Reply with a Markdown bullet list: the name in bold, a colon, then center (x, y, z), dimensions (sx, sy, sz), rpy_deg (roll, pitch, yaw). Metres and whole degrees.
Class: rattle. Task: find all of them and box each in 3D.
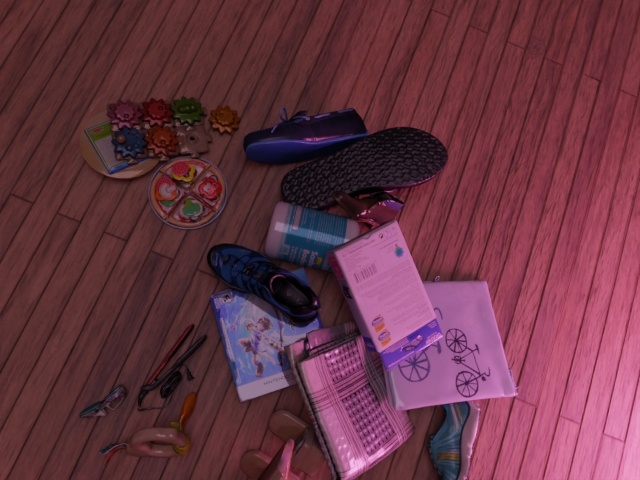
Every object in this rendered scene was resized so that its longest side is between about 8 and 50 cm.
- **rattle**: center (-0.396, 0.427, 1.310), dimensions (0.200, 0.130, 0.142), rpy_deg (-13, 65, 16)

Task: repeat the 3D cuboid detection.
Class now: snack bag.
- **snack bag**: center (0.307, 0.246, 1.440), dimensions (0.343, 0.037, 0.322), rpy_deg (-2, 66, -16)

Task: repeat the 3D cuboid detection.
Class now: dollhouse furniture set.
- **dollhouse furniture set**: center (-0.203, 0.558, 1.164), dimensions (0.257, 0.362, 0.394), rpy_deg (34, 104, 0)

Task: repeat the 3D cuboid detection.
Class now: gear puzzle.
- **gear puzzle**: center (-0.370, -0.298, 1.486), dimensions (0.339, 0.044, 0.175), rpy_deg (-9, 76, -19)

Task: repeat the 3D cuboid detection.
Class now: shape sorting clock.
- **shape sorting clock**: center (-0.510, -0.251, 1.477), dimensions (0.206, 0.040, 0.206), rpy_deg (5, 73, -15)

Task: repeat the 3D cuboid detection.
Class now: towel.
- **towel**: center (0.081, 0.344, 1.311), dimensions (0.312, 0.056, 0.324), rpy_deg (-10, 73, -50)

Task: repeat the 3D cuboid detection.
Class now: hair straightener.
- **hair straightener**: center (-0.344, 0.313, 1.354), dimensions (0.089, 0.047, 0.230), rpy_deg (37, 74, 3)

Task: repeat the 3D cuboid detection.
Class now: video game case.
- **video game case**: center (-0.117, 0.228, 1.401), dimensions (0.244, 0.061, 0.269), rpy_deg (-16, 78, -12)

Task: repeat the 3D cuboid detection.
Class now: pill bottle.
- **pill bottle**: center (0.000, 0.000, 1.429), dimensions (0.264, 0.146, 0.146), rpy_deg (13, 74, -4)

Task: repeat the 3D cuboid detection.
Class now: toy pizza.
- **toy pizza**: center (-0.341, -0.128, 1.474), dimensions (0.201, 0.032, 0.201), rpy_deg (2, 76, -8)

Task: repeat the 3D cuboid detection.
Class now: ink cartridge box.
- **ink cartridge box**: center (0.156, 0.129, 1.360), dimensions (0.186, 0.065, 0.311), rpy_deg (-26, 95, -24)

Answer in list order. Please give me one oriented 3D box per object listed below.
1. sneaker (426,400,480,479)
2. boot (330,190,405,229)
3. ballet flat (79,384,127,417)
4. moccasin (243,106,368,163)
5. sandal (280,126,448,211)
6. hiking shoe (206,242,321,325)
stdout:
- **sneaker**: center (0.309, 0.514, 1.382), dimensions (0.110, 0.107, 0.275), rpy_deg (12, 69, 15)
- **boot**: center (0.121, -0.098, 1.443), dimensions (0.106, 0.219, 0.082), rpy_deg (-48, 47, 12)
- **ballet flat**: center (-0.498, 0.382, 1.322), dimensions (0.114, 0.041, 0.041), rpy_deg (-35, 83, -14)
- **moccasin**: center (-0.046, -0.282, 1.519), dimensions (0.342, 0.138, 0.116), rpy_deg (-9, 73, -24)
- **sandal**: center (0.112, -0.184, 1.527), dimensions (0.446, 0.107, 0.167), rpy_deg (-15, 79, 2)
- **hiking shoe**: center (-0.127, 0.084, 1.338), dimensions (0.304, 0.132, 0.113), rpy_deg (28, 71, 3)
